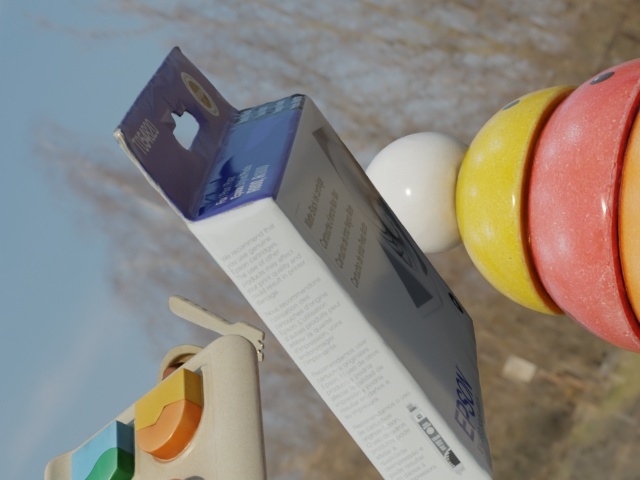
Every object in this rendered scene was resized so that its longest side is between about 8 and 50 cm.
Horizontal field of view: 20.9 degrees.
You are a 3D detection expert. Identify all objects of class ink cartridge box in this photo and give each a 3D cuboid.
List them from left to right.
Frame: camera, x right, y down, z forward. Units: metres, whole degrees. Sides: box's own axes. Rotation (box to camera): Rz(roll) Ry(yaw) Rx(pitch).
[{"bbox_3d":[0.000,0.000,0.841,0.045,0.224,0.223,-36,12,12],"label":"ink cartridge box"}]

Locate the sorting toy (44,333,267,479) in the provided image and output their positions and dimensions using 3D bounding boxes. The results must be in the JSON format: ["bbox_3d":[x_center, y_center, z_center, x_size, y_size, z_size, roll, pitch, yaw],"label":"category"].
[{"bbox_3d":[-0.126,0.182,1.223,0.208,0.038,0.193,-34,40,26],"label":"sorting toy"}]

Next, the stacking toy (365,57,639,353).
[{"bbox_3d":[0.239,-0.034,1.555,0.350,0.480,0.351,-9,-80,-57],"label":"stacking toy"}]

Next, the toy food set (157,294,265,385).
[{"bbox_3d":[-0.097,0.148,1.445,0.038,0.132,0.192,-23,-57,-41],"label":"toy food set"}]
